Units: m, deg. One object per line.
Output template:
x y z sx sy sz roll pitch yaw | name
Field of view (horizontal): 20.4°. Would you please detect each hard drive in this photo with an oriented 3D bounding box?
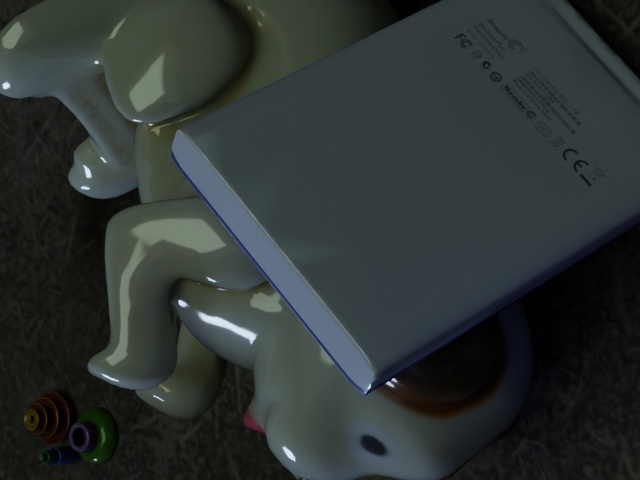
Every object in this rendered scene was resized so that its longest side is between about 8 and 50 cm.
0.088 -0.054 1.202 0.210 0.319 0.040 51 149 17 | hard drive

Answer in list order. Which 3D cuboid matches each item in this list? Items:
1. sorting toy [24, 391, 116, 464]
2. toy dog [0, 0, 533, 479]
-0.237 0.177 1.625 0.102 0.042 0.061 17 100 37 | sorting toy
0.000 0.000 1.332 0.395 0.284 0.408 -26 67 -9 | toy dog
